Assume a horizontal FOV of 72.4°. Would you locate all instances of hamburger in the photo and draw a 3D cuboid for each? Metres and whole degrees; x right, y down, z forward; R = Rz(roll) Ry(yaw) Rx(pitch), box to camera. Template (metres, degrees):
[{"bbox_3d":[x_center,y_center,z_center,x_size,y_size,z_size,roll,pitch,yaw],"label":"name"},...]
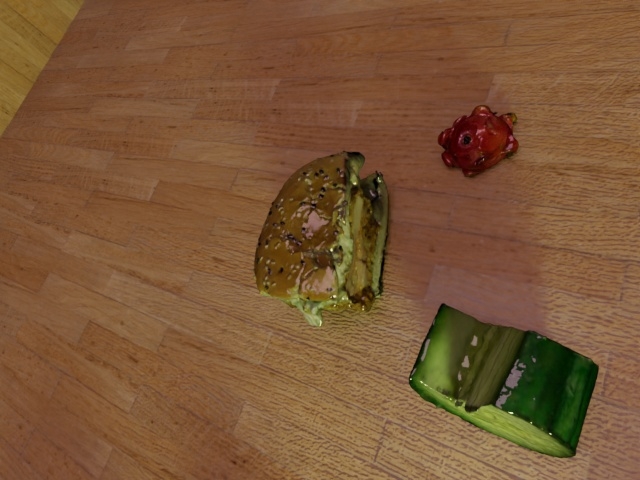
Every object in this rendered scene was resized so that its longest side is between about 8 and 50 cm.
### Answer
[{"bbox_3d":[0.000,0.000,0.719,0.192,0.167,0.288,-4,66,25],"label":"hamburger"}]

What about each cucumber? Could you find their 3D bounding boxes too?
[{"bbox_3d":[0.220,0.168,0.518,0.191,0.191,0.130,16,77,33],"label":"cucumber"}]

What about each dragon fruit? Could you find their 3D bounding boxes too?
[{"bbox_3d":[0.259,-0.170,0.722,0.126,0.068,0.112,-10,63,26],"label":"dragon fruit"}]
